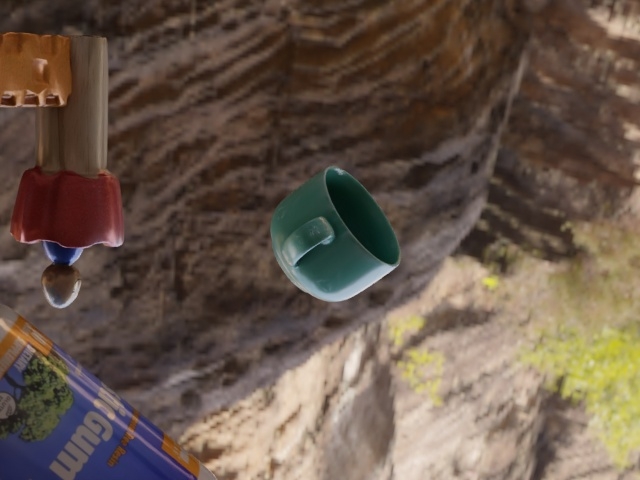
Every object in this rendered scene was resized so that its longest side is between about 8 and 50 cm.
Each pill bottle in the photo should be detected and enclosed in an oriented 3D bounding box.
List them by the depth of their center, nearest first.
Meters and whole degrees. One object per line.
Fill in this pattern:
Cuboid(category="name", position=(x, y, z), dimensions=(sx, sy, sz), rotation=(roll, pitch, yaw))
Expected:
Cuboid(category="pill bottle", position=(-0.163, 0.182, 0.954), dimensions=(0.272, 0.152, 0.152), rotation=(41, -143, -12))

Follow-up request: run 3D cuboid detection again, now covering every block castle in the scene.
Cuboid(category="block castle", position=(-0.356, -0.038, 0.907), dimensions=(0.303, 0.213, 0.453), rotation=(5, -172, 21))

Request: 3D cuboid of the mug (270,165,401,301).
Cuboid(category="mug", position=(0.000, -0.005, 1.481), dimensions=(0.158, 0.097, 0.129), rotation=(32, -150, -44))
